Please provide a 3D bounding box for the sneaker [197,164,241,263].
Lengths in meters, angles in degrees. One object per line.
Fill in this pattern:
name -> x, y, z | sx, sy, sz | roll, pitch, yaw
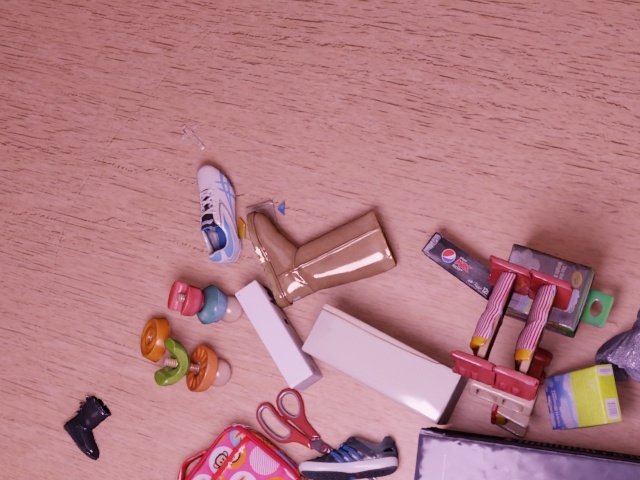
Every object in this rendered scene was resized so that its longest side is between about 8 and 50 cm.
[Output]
sneaker -> -0.236, -0.063, 2.043 | 0.085, 0.086, 0.237 | -22, 73, 27

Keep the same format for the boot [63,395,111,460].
boot -> -0.510, 0.417, 2.044 | 0.099, 0.045, 0.121 | -45, 71, -1

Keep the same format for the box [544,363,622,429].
box -> 0.499, 0.303, 1.747 | 0.042, 0.178, 0.109 | -2, 75, -19

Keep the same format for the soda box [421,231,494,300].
soda box -> 0.294, 0.053, 1.893 | 0.169, 0.060, 0.053 | 38, 91, 18

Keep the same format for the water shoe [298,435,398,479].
water shoe -> 0.056, 0.445, 1.867 | 0.203, 0.073, 0.080 | -3, 55, 0

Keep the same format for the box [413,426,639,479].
box -> 0.398, 0.604, 1.626 | 0.472, 0.297, 0.480 | 5, 81, 15

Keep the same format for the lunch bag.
lunch bag -> -0.188, 0.538, 1.898 | 0.258, 0.120, 0.293 | 36, 88, 23

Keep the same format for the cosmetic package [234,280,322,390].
cosmetic package -> -0.087, 0.203, 1.945 | 0.060, 0.099, 0.239 | -35, 73, 6

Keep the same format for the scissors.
scissors -> -0.012, 0.436, 1.919 | 0.109, 0.021, 0.297 | -44, 73, -4

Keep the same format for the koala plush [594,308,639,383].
koala plush -> 0.664, 0.236, 1.701 | 0.221, 0.203, 0.196 | 44, 92, 7

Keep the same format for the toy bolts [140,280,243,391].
toy bolts -> -0.272, 0.202, 2.004 | 0.218, 0.158, 0.228 | 25, 97, 58

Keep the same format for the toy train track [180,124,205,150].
toy train track -> -0.300, -0.243, 2.139 | 0.048, 0.014, 0.083 | -44, 72, 3

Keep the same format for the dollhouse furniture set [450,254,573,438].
dollhouse furniture set -> 0.349, 0.208, 1.697 | 0.152, 0.374, 0.201 | 19, 69, 17

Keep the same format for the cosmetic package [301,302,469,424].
cosmetic package -> 0.133, 0.251, 1.844 | 0.309, 0.160, 0.113 | 26, 86, 17

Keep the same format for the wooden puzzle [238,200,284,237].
wooden puzzle -> -0.133, -0.045, 2.055 | 0.116, 0.014, 0.078 | -9, 81, 13

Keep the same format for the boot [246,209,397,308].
boot -> 0.000, 0.000, 1.975 | 0.269, 0.089, 0.236 | -24, 86, 10

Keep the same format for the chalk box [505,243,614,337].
chalk box -> 0.464, 0.108, 1.801 | 0.213, 0.132, 0.132 | 20, 83, 17
